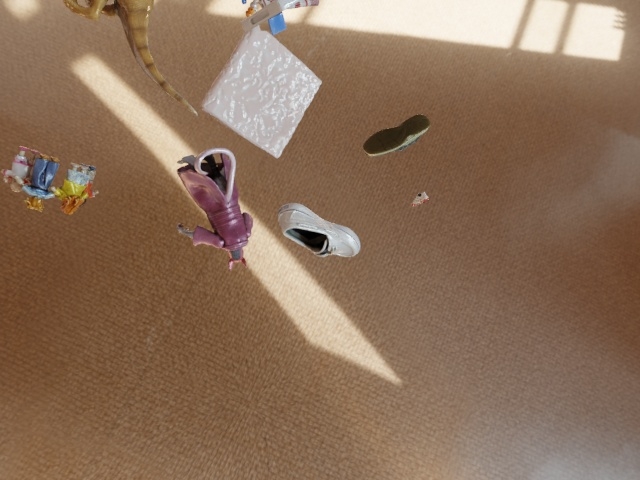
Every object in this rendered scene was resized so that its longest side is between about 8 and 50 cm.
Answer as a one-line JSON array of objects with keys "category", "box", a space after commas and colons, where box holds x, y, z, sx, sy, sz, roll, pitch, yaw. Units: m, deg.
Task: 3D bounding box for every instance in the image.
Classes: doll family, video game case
[{"category": "doll family", "box": [-0.798, -0.164, 1.372, 0.263, 0.118, 0.163, 15, 100, -35]}, {"category": "video game case", "box": [-0.028, -0.436, 0.799, 0.201, 0.183, 0.023, -38, 117, -15]}]

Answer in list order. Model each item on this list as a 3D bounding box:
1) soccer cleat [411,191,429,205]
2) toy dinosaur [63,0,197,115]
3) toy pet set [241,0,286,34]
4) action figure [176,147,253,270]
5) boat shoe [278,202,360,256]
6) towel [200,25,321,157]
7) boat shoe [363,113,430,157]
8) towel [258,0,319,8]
[{"category": "soccer cleat", "box": [0.318, -0.135, 1.489, 0.029, 0.083, 0.035, -26, 92, -22]}, {"category": "toy dinosaur", "box": [-0.185, -0.231, 0.447, 0.112, 0.064, 0.211, -1, 89, 7]}, {"category": "toy pet set", "box": [-0.129, -0.569, 1.130, 0.065, 0.114, 0.122, 6, 56, 17]}, {"category": "action figure", "box": [-0.275, -0.088, 1.377, 0.248, 0.276, 0.370, -27, 103, -38]}, {"category": "boat shoe", "box": [0.000, 0.000, 1.133, 0.258, 0.095, 0.084, 23, 44, -33]}, {"category": "towel", "box": [-0.190, -0.497, 1.554, 0.317, 0.053, 0.331, 32, 87, -32]}, {"category": "boat shoe", "box": [0.226, -0.296, 1.366, 0.224, 0.073, 0.080, -29, 66, -12]}, {"category": "towel", "box": [-0.153, -0.991, 1.737, 0.329, 0.037, 0.237, -36, 106, -43]}]
